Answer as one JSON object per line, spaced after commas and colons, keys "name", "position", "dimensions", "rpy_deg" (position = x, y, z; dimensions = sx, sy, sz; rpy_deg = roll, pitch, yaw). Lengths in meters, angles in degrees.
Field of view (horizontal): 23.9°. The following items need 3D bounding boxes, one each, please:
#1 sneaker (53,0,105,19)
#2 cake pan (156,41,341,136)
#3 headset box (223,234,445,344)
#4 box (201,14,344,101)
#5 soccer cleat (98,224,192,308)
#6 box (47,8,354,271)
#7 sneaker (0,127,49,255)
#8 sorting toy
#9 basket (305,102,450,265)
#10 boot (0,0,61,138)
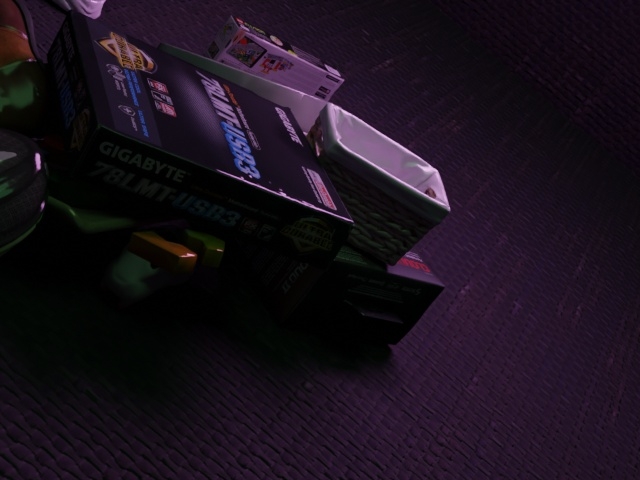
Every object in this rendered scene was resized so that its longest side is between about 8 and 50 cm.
{"name": "sneaker", "position": [-0.370, -0.399, 2.023], "dimensions": [0.232, 0.115, 0.090], "rpy_deg": [28, 24, -27]}
{"name": "cake pan", "position": [-0.099, -0.193, 1.986], "dimensions": [0.293, 0.054, 0.293], "rpy_deg": [20, 4, -2]}
{"name": "headset box", "position": [0.000, 0.000, 1.840], "dimensions": [0.218, 0.110, 0.293], "rpy_deg": [15, 32, -47]}
{"name": "box", "position": [-0.077, -0.235, 2.184], "dimensions": [0.207, 0.114, 0.036], "rpy_deg": [22, 27, -39]}
{"name": "soccer cleat", "position": [-0.165, 0.015, 1.585], "dimensions": [0.068, 0.076, 0.196], "rpy_deg": [41, 21, 2]}
{"name": "box", "position": [-0.134, -0.108, 1.602], "dimensions": [0.293, 0.073, 0.295], "rpy_deg": [21, 23, -25]}
{"name": "sneaker", "position": [-0.411, -0.104, 1.239], "dimensions": [0.483, 0.202, 0.185], "rpy_deg": [17, 31, -44]}
{"name": "sorting toy", "position": [-0.212, -0.048, 1.525], "dimensions": [0.307, 0.041, 0.229], "rpy_deg": [25, 15, 28]}
{"name": "basket", "position": [0.050, -0.061, 1.745], "dimensions": [0.167, 0.103, 0.113], "rpy_deg": [30, 23, -20]}
{"name": "boot", "position": [-0.426, -0.198, 1.618], "dimensions": [0.280, 0.096, 0.264], "rpy_deg": [-8, 57, -52]}
